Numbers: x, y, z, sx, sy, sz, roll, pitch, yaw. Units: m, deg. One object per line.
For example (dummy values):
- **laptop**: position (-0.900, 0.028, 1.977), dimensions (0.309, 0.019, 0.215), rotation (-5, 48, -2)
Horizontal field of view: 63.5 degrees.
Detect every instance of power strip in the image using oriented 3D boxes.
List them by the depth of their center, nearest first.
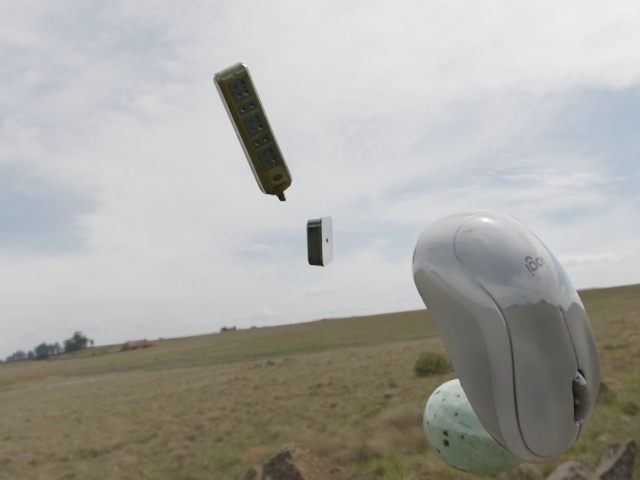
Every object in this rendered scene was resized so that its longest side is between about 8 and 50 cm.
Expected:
- **power strip**: position (-0.164, -0.265, 1.359), dimensions (0.092, 0.388, 0.066), rotation (-32, 32, -18)

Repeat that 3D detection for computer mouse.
- **computer mouse**: position (0.227, 0.090, 0.585), dimensions (0.184, 0.297, 0.121), rotation (-14, -17, -35)

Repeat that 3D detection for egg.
- **egg**: position (0.219, 0.266, 0.727), dimensions (0.131, 0.131, 0.164), rotation (-2, 7, -22)

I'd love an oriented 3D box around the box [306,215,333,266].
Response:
- **box**: position (0.000, 0.000, 0.966), dimensions (0.031, 0.091, 0.126), rotation (-1, 5, 10)
